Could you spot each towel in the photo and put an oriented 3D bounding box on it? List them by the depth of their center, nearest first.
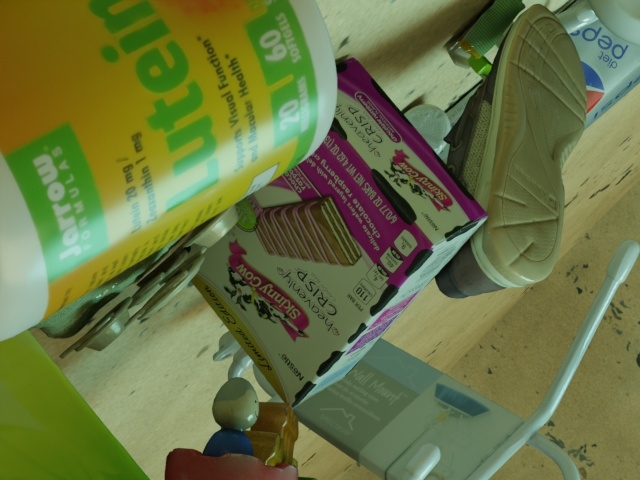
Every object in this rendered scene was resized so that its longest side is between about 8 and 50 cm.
[{"bbox_3d":[-0.147,0.013,0.998,0.148,0.027,0.110,-40,167,-1],"label":"towel"}]

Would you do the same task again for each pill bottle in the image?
[{"bbox_3d":[-0.124,-0.042,0.608,0.245,0.136,0.136,-33,166,-30],"label":"pill bottle"}]

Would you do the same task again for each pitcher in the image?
[{"bbox_3d":[0.274,-0.221,1.261,0.177,0.125,0.207,-30,-177,17],"label":"pitcher"}]

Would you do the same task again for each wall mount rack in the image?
[{"bbox_3d":[0.102,0.091,1.248,0.304,0.350,0.130,-40,139,-27],"label":"wall mount rack"}]

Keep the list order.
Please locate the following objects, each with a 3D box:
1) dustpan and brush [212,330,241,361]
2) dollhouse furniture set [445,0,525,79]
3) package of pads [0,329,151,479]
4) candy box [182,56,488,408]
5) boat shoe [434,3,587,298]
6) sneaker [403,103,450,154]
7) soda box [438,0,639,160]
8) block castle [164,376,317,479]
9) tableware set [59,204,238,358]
[{"bbox_3d":[-0.051,0.060,1.379,0.211,0.060,0.147,-25,160,-52],"label":"dustpan and brush"},{"bbox_3d":[0.167,-0.164,1.248,0.076,0.058,0.151,-44,168,15],"label":"dollhouse furniture set"},{"bbox_3d":[-0.246,0.153,0.717,0.296,0.229,0.101,-30,162,-37],"label":"package of pads"},{"bbox_3d":[0.000,0.000,1.085,0.071,0.159,0.233,-27,161,-42],"label":"candy box"},{"bbox_3d":[0.143,-0.073,1.129,0.092,0.103,0.285,-23,-141,38],"label":"boat shoe"},{"bbox_3d":[0.058,-0.057,1.304,0.158,0.061,0.065,-40,176,5],"label":"sneaker"},{"bbox_3d":[0.222,-0.141,1.417,0.286,0.091,0.098,-40,168,-1],"label":"soda box"},{"bbox_3d":[-0.152,0.217,1.080,0.453,0.303,0.213,80,17,-75],"label":"block castle"},{"bbox_3d":[-0.118,0.027,1.049,0.141,0.020,0.169,-37,-170,32],"label":"tableware set"}]
